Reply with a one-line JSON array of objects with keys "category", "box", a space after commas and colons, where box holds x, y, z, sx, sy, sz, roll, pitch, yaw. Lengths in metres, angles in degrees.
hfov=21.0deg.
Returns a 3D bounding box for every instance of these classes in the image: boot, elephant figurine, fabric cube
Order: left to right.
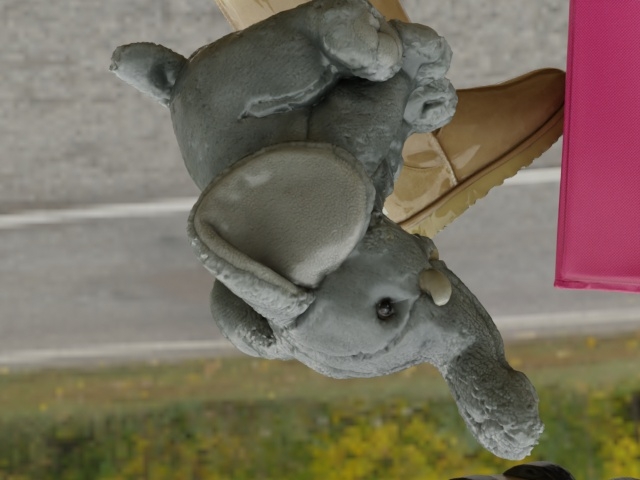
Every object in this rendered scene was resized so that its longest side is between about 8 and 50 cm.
[{"category": "elephant figurine", "box": [0.000, 0.000, 0.927, 0.186, 0.239, 0.169, -20, 147, 37]}, {"category": "boot", "box": [0.069, -0.158, 1.359, 0.236, 0.269, 0.089, -40, -163, -25]}, {"category": "fabric cube", "box": [0.332, -0.097, 1.369, 0.254, 0.258, 0.259, 5, -171, 17]}]

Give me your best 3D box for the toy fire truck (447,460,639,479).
[{"category": "toy fire truck", "box": [0.156, 0.274, 1.045, 0.217, 0.246, 0.158, 7, -176, 33]}]
